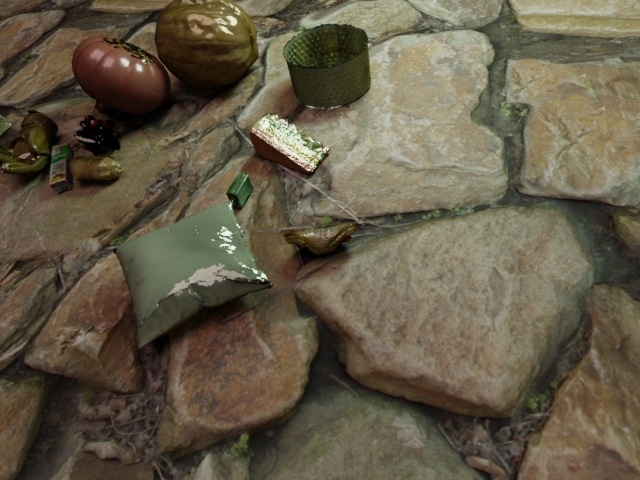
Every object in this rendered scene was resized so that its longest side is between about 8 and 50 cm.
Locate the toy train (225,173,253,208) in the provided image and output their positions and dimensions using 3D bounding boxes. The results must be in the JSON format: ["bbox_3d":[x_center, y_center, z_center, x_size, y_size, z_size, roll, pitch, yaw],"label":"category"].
[{"bbox_3d":[-0.214,-0.132,1.303,0.038,0.056,0.093,11,53,18],"label":"toy train"}]

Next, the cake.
[{"bbox_3d":[-0.090,-0.263,1.404,0.225,0.090,0.109,34,59,13],"label":"cake"}]

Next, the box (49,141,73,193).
[{"bbox_3d":[-0.797,-0.227,1.520,0.050,0.041,0.207,-20,49,-5],"label":"box"}]

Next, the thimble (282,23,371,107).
[{"bbox_3d":[0.023,-0.554,1.558,0.271,0.150,0.270,-6,48,7],"label":"thimble"}]

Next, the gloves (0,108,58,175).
[{"bbox_3d":[-0.924,-0.287,1.536,0.154,0.141,0.331,9,36,-14],"label":"gloves"}]

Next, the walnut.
[{"bbox_3d":[-0.389,-0.662,1.652,0.344,0.306,0.306,8,51,6],"label":"walnut"}]

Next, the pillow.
[{"bbox_3d":[-0.299,0.059,1.114,0.312,0.119,0.310,-24,52,-9],"label":"pillow"}]

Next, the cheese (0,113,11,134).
[{"bbox_3d":[-1.172,-0.380,1.727,0.092,0.047,0.171,14,53,26],"label":"cheese"}]

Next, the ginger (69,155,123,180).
[{"bbox_3d":[-0.679,-0.215,1.466,0.190,0.068,0.095,5,18,18],"label":"ginger"}]

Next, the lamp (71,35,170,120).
[{"bbox_3d":[-0.654,-0.523,1.615,0.305,0.239,0.305,26,21,-11],"label":"lamp"}]

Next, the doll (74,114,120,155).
[{"bbox_3d":[-0.691,-0.324,1.535,0.127,0.088,0.248,-17,37,-17],"label":"doll"}]

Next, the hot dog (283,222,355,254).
[{"bbox_3d":[0.000,0.001,1.138,0.169,0.061,0.078,-8,6,3],"label":"hot dog"}]
